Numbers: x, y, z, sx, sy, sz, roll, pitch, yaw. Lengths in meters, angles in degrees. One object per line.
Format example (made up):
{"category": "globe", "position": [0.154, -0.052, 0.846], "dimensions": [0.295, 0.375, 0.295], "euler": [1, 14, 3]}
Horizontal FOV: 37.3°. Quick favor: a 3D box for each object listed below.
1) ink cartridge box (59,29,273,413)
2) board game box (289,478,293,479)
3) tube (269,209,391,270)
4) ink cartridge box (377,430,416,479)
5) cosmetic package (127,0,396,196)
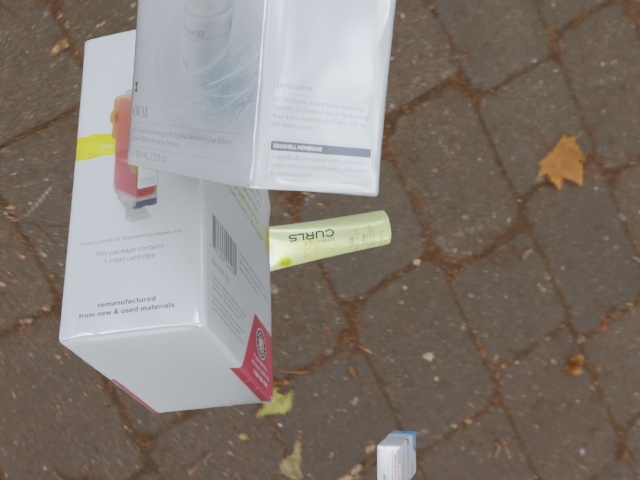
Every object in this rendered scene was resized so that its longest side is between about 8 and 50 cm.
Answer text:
{"category": "ink cartridge box", "position": [-0.166, -0.021, 1.127], "dimensions": [0.160, 0.279, 0.385], "euler": [-8, 63, 11]}
{"category": "board game box", "position": [0.074, 0.403, 0.985], "dimensions": [0.346, 0.208, 0.056], "euler": [34, 47, 8]}
{"category": "tube", "position": [0.000, 0.000, 1.614], "dimensions": [0.240, 0.062, 0.070], "euler": [-10, 79, -12]}
{"category": "ink cartridge box", "position": [0.081, 0.239, 1.024], "dimensions": [0.028, 0.083, 0.048], "euler": [-1, 92, 18]}
{"category": "cosmetic package", "position": [-0.058, -0.164, 0.830], "dimensions": [0.138, 0.224, 0.225], "euler": [1, 97, -37]}
